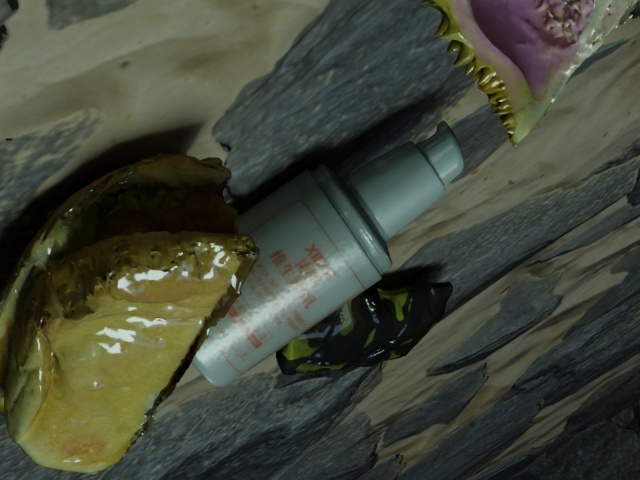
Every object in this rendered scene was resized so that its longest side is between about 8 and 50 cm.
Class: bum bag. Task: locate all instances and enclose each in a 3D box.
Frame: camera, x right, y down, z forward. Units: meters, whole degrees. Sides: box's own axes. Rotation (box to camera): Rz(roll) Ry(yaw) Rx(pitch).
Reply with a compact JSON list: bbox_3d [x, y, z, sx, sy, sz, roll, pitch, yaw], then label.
[{"bbox_3d":[0.045,0.079,1.269,0.232,0.060,0.106,-4,134,-55],"label":"bum bag"}]

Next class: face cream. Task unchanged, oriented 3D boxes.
[{"bbox_3d":[0.000,0.000,0.988,0.252,0.101,0.101,-34,158,1],"label":"face cream"}]

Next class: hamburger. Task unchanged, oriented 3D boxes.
[{"bbox_3d":[-0.154,0.049,0.873,0.131,0.124,0.262,8,132,-33],"label":"hamburger"}]

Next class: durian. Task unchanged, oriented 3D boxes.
[{"bbox_3d":[0.146,-0.170,0.804,0.165,0.132,0.182,-29,149,-43],"label":"durian"}]
